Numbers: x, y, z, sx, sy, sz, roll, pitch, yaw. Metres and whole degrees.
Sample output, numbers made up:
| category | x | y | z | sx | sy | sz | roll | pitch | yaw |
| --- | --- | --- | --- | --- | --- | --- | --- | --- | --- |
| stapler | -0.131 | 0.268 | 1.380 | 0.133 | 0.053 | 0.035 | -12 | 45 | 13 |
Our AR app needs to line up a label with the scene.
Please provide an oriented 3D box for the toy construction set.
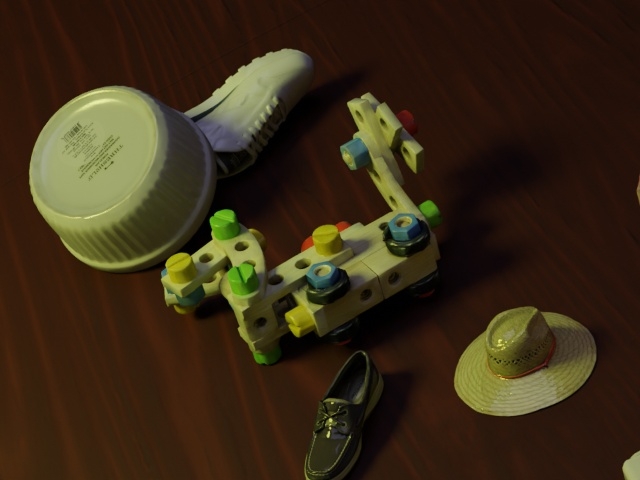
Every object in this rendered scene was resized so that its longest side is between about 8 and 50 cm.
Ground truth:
| category | x | y | z | sx | sy | sz | roll | pitch | yaw |
| --- | --- | --- | --- | --- | --- | --- | --- | --- | --- |
| toy construction set | 0.000 | 0.000 | 1.888 | 0.327 | 0.151 | 0.215 | -41 | 41 | -7 |

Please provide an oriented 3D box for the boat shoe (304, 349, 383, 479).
| category | x | y | z | sx | sy | sz | roll | pitch | yaw |
| --- | --- | --- | --- | --- | --- | --- | --- | --- | --- |
| boat shoe | 0.017 | 0.170 | 1.742 | 0.056 | 0.049 | 0.152 | 0 | 43 | 24 |

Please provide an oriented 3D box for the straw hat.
| category | x | y | z | sx | sy | sz | roll | pitch | yaw |
| --- | --- | --- | --- | --- | --- | --- | --- | --- | --- |
| straw hat | 0.191 | 0.099 | 1.739 | 0.144 | 0.061 | 0.144 | -13 | 39 | 11 |

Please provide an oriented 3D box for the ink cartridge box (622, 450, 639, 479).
| category | x | y | z | sx | sy | sz | roll | pitch | yaw |
| --- | --- | --- | --- | --- | --- | --- | --- | --- | --- |
| ink cartridge box | 0.388 | 0.261 | 1.413 | 0.201 | 0.117 | 0.278 | -22 | 39 | -2 |

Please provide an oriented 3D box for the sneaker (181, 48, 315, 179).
| category | x | y | z | sx | sy | sz | roll | pitch | yaw |
| --- | --- | --- | --- | --- | --- | --- | --- | --- | --- |
| sneaker | -0.091 | -0.134 | 2.135 | 0.235 | 0.090 | 0.095 | -39 | 48 | -10 |

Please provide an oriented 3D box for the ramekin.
| category | x | y | z | sx | sy | sz | roll | pitch | yaw |
| --- | --- | --- | --- | --- | --- | --- | --- | --- | --- |
| ramekin | -0.232 | -0.076 | 2.042 | 0.207 | 0.109 | 0.207 | -10 | 64 | 21 |

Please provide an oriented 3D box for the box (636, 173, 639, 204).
| category | x | y | z | sx | sy | sz | roll | pitch | yaw |
| --- | --- | --- | --- | --- | --- | --- | --- | --- | --- |
| box | 0.371 | 0.013 | 1.601 | 0.128 | 0.257 | 0.123 | -1 | 40 | 23 |
